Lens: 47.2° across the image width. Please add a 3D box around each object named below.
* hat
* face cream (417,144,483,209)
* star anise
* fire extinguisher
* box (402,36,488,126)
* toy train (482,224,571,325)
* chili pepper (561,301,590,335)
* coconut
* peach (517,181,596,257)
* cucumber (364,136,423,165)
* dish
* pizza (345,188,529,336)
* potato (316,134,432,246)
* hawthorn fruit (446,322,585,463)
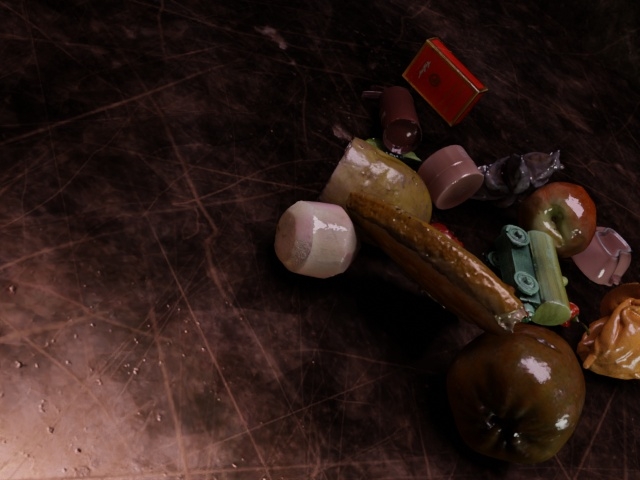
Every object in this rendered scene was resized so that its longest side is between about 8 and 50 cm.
[{"bbox_3d":[0.726,0.258,1.806,0.233,0.244,0.233,-23,59,-31],"label":"hat"},{"bbox_3d":[0.345,-0.168,1.954,0.149,0.149,0.104,-7,56,-39],"label":"face cream"},{"bbox_3d":[0.562,-0.174,2.067,0.359,0.316,0.139,-15,90,0],"label":"star anise"},{"bbox_3d":[0.194,-0.362,2.052,0.147,0.107,0.337,8,31,-6],"label":"fire extinguisher"},{"bbox_3d":[0.385,-0.494,2.284,0.074,0.153,0.240,-29,72,-42],"label":"box"},{"bbox_3d":[0.528,0.092,1.860,0.189,0.126,0.307,21,42,-17],"label":"toy train"},{"bbox_3d":[0.599,0.152,1.902,0.071,0.063,0.272,-9,46,-37],"label":"chili pepper"},{"bbox_3d":[0.000,0.000,1.551,0.182,0.171,0.171,10,48,-30],"label":"coconut"},{"bbox_3d":[0.659,-0.053,2.043,0.214,0.214,0.235,53,11,17],"label":"peach"},{"bbox_3d":[0.173,-0.243,1.985,0.220,0.046,0.070,10,45,-30],"label":"cucumber"},{"bbox_3d":[0.840,0.031,2.164,0.213,0.090,0.213,20,43,-19],"label":"dish"},{"bbox_3d":[0.266,0.061,1.566,0.440,0.130,0.406,39,-4,26],"label":"pizza"},{"bbox_3d":[0.135,-0.092,1.692,0.266,0.229,0.229,28,41,-5],"label":"potato"},{"bbox_3d":[0.400,0.290,1.486,0.268,0.268,0.301,44,35,8],"label":"hawthorn fruit"}]
